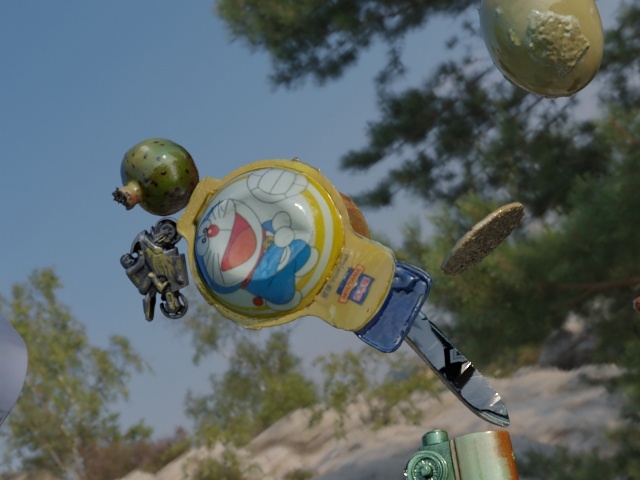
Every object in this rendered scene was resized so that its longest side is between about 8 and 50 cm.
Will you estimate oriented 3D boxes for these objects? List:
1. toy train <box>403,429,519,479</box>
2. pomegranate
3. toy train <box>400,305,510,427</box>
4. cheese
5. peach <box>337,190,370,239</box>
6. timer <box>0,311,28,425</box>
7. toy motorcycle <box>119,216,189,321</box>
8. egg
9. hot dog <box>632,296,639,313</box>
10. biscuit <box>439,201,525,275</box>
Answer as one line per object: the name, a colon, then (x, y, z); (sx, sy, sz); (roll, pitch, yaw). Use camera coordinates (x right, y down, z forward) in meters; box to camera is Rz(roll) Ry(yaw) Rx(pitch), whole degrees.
toy train: (0.232, 0.415, 1.461); (0.177, 0.285, 0.116); (-16, -29, 17)
pomegranate: (-0.248, -0.092, 1.488); (0.130, 0.130, 0.130); (-36, -9, -7)
toy train: (0.215, 0.213, 1.586); (0.055, 0.252, 0.048); (-34, -26, -16)
cheese: (-0.022, 0.015, 0.964); (0.177, 0.270, 0.069); (-62, -19, -5)
peach: (0.000, 0.000, 1.804); (0.214, 0.214, 0.235); (-33, 3, -25)
timer: (-0.658, 0.249, 1.598); (0.395, 0.395, 0.173); (-40, -42, 17)
toy motorcycle: (-0.305, 0.053, 1.787); (0.124, 0.193, 0.061); (-2, 8, 8)
egg: (0.307, -0.293, 1.349); (0.164, 0.201, 0.164); (-28, -6, -3)
hot dog: (0.568, 0.109, 1.444); (0.076, 0.102, 0.249); (14, -9, -39)
biscuit: (0.231, -0.002, 1.390); (0.152, 0.020, 0.152); (-35, -21, -15)
